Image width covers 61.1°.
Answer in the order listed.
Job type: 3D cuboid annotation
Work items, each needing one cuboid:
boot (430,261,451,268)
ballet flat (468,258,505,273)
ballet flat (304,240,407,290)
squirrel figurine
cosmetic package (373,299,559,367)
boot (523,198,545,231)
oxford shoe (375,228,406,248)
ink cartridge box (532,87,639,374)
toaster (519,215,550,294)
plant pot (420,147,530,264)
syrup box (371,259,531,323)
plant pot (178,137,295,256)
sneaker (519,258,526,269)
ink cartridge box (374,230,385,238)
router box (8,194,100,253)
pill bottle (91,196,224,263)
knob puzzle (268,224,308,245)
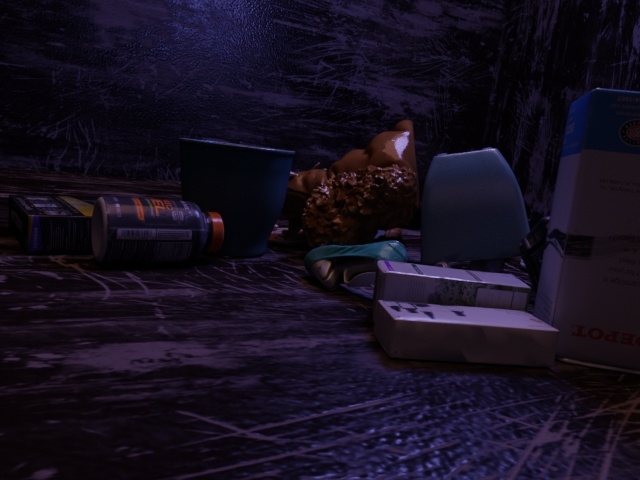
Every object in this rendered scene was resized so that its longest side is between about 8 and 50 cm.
[{"bbox_3d":[0.184,0.084,1.037,0.137,0.077,0.198,0,7,0],"label":"boot"},{"bbox_3d":[0.400,0.060,1.284,0.067,0.073,0.206,-34,-6,22],"label":"ballet flat"},{"bbox_3d":[0.048,0.053,1.042,0.247,0.083,0.087,-10,31,39],"label":"ballet flat"},{"bbox_3d":[0.060,-0.116,1.366,0.370,0.281,0.397,-5,22,11],"label":"squirrel figurine"},{"bbox_3d":[0.206,0.132,0.782,0.239,0.060,0.099,5,10,-9],"label":"cosmetic package"},{"bbox_3d":[0.625,-0.065,1.739,0.348,0.131,0.260,-6,-20,-11],"label":"boot"},{"bbox_3d":[0.204,0.010,1.508,0.076,0.076,0.212,17,22,13],"label":"oxford shoe"},{"bbox_3d":[0.506,-0.007,0.821,0.285,0.395,0.166,9,7,11],"label":"ink cartridge box"},{"bbox_3d":[0.514,0.061,1.092,0.146,0.129,0.227,7,50,-16],"label":"toaster"},{"bbox_3d":[0.358,-0.087,1.314,0.247,0.252,0.248,-6,2,13],"label":"plant pot"},{"bbox_3d":[0.207,0.097,0.888,0.237,0.093,0.096,6,10,-1],"label":"syrup box"},{"bbox_3d":[-0.209,-0.102,1.295,0.271,0.255,0.271,7,10,-1],"label":"plant pot"},{"bbox_3d":[0.638,0.060,1.455,0.080,0.081,0.211,0,13,-43],"label":"sneaker"},{"bbox_3d":[0.082,-0.075,1.742,0.211,0.121,0.289,13,12,38],"label":"ink cartridge box"},{"bbox_3d":[-0.548,-0.041,1.222,0.243,0.081,0.309,0,11,-35],"label":"router box"},{"bbox_3d":[-0.324,-0.019,1.100,0.245,0.130,0.130,1,11,-34],"label":"pill bottle"},{"bbox_3d":[-0.085,-0.021,1.520,0.213,0.030,0.213,0,13,0],"label":"knob puzzle"}]
